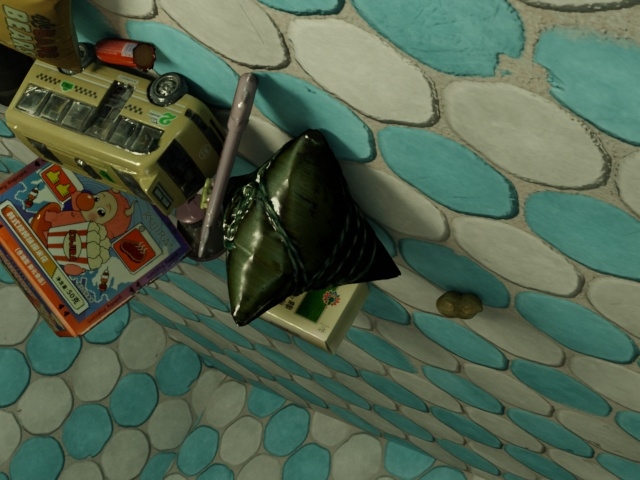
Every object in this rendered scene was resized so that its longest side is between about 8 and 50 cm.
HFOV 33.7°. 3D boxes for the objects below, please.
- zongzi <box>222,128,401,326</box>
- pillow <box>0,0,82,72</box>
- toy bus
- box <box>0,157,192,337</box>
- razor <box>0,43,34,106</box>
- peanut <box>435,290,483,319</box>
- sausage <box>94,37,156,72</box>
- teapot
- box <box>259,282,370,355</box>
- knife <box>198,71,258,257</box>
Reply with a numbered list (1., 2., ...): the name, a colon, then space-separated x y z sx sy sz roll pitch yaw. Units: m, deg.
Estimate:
1. zongzi: 0.000 0.000 1.776 0.362 0.319 0.383 25 -177 -10
2. pillow: -0.499 -0.396 1.613 0.312 0.119 0.310 31 161 0
3. toy bus: -0.345 -0.189 1.805 0.365 0.202 0.177 21 161 28
4. box: -0.516 -0.018 2.249 0.348 0.318 0.257 56 158 -8
5. razor: -0.650 -0.373 1.945 0.204 0.113 0.349 27 166 18
6. peanut: 0.253 0.117 1.924 0.054 0.054 0.113 40 159 -28
7. sausage: -0.323 -0.303 1.708 0.145 0.048 0.050 16 151 45
8. teapot: -0.261 -0.046 2.296 0.116 0.148 0.146 -9 142 6
9. box: -0.030 0.118 2.209 0.212 0.168 0.095 24 164 23
10. knife: -0.155 -0.123 1.675 0.038 0.132 0.398 13 142 -10
